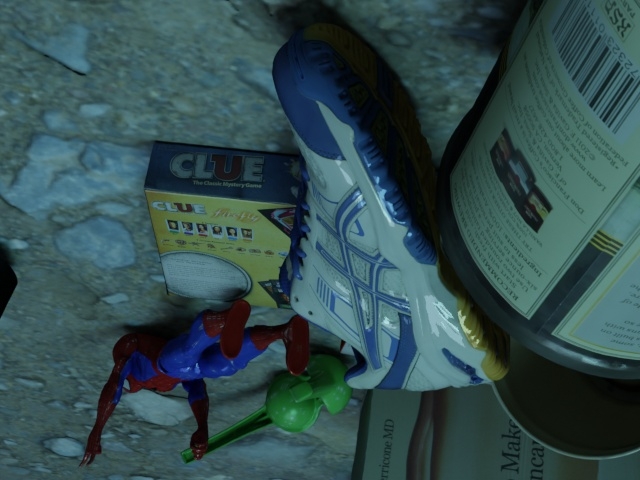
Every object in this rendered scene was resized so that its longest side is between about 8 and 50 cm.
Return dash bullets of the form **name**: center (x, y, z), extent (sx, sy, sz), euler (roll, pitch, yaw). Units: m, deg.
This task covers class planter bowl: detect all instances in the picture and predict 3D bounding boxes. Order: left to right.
- **planter bowl**: center (0.216, 0.076, 1.038), extent (0.162, 0.162, 0.109), euler (-10, 171, 30)

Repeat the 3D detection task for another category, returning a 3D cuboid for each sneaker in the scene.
- **sneaker**: center (0.019, -0.001, 0.916), extent (0.131, 0.112, 0.296), euler (-14, 126, 21)

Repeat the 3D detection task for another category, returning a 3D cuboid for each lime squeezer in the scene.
- **lime squeezer**: center (-0.031, 0.155, 1.279), extent (0.059, 0.110, 0.310), euler (50, 151, -2)

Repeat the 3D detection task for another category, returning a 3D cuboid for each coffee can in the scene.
- **coffee can**: center (0.191, -0.074, 0.712), extent (0.202, 0.201, 0.275), euler (12, 150, -6)

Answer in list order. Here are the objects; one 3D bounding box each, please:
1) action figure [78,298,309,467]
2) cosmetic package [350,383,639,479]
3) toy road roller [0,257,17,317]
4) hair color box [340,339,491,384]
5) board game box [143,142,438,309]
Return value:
- **action figure**: center (-0.118, 0.135, 1.202), extent (0.092, 0.139, 0.280), euler (19, 163, -26)
- **cosmetic package**: center (0.179, 0.211, 1.270), extent (0.296, 0.153, 0.129), euler (8, 149, -1)
- **toy road roller**: center (-0.412, 0.040, 1.086), extent (0.241, 0.202, 0.329), euler (11, 153, 19)
- **hair color box**: center (0.093, 0.075, 1.160), extent (0.141, 0.043, 0.072), euler (13, 150, -6)
- **board game box**: center (0.000, 0.000, 1.054), extent (0.243, 0.042, 0.165), euler (7, 150, 4)
